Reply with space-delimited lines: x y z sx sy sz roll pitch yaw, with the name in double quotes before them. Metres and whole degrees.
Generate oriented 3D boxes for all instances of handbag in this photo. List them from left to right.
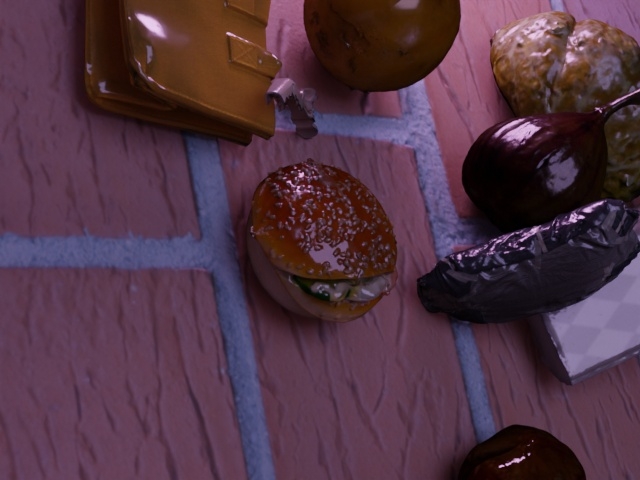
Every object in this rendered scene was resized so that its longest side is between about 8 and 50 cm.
"handbag" -0.185 -0.334 1.787 0.283 0.133 0.401 12 63 -39

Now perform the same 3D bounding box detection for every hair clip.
"hair clip" -0.040 -0.196 1.801 0.226 0.034 0.072 31 57 -76

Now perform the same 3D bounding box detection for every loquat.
"loquat" 0.088 -0.328 1.925 0.235 0.235 0.235 16 61 -32

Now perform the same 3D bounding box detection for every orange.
"orange" 0.455 -0.233 2.183 0.368 0.210 0.271 45 47 -16

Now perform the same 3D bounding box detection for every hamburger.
"hamburger" 0.003 -0.002 1.763 0.237 0.147 0.237 19 56 -31

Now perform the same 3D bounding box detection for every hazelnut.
"hazelnut" 0.279 0.345 1.813 0.178 0.178 0.204 47 19 -11

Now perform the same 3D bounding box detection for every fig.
"fig" 0.381 -0.135 2.029 0.321 0.217 0.217 -40 97 -12

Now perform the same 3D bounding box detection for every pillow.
"pillow" 0.303 0.037 1.909 0.092 0.335 0.161 -104 174 -46

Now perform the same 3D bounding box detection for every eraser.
"eraser" 0.503 0.054 2.047 0.397 0.082 0.213 -22 83 -12
